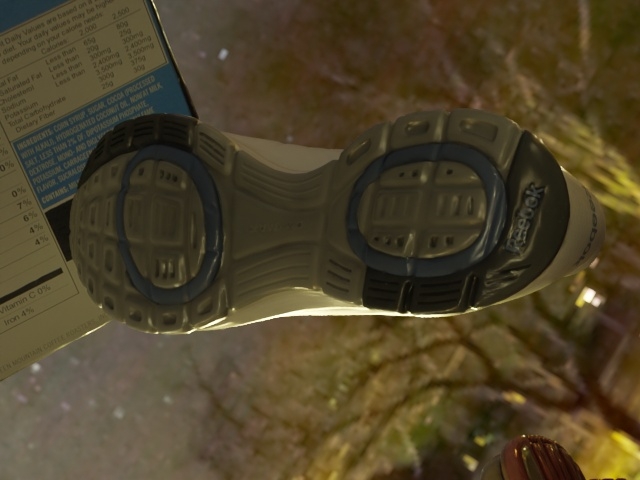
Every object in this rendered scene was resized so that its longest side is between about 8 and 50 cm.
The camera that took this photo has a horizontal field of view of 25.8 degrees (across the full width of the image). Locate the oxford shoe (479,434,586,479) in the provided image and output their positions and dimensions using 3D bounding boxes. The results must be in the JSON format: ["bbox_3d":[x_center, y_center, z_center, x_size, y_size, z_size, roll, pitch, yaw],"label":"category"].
[{"bbox_3d":[0.177,0.261,1.128,0.130,0.123,0.348,-24,-37,12],"label":"oxford shoe"}]

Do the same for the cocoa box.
[{"bbox_3d":[-0.248,-0.099,0.930,0.231,0.347,0.228,-29,-55,-16],"label":"cocoa box"}]

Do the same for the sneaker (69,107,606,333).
[{"bbox_3d":[0.000,0.000,0.689,0.129,0.297,0.111,13,-97,-56],"label":"sneaker"}]

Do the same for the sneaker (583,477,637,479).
[{"bbox_3d":[0.173,0.145,0.568,0.064,0.175,0.067,-4,-82,-43],"label":"sneaker"}]
